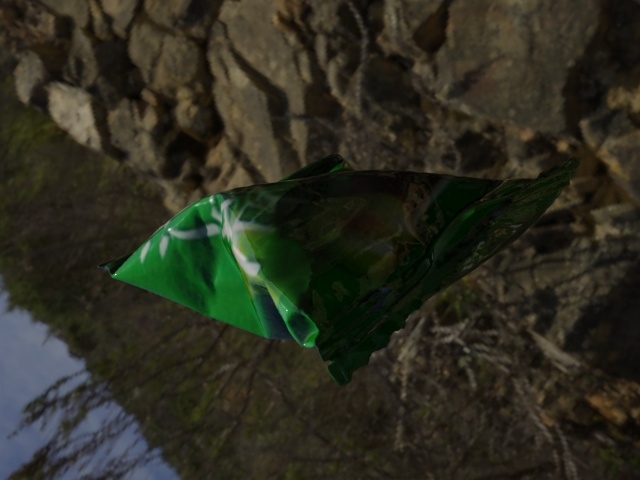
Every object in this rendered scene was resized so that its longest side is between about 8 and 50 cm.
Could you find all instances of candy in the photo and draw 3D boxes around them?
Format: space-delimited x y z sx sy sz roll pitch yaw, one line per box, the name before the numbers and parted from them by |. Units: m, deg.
candy | -0.001 0.004 0.440 0.141 0.078 0.203 -14 -165 -31
